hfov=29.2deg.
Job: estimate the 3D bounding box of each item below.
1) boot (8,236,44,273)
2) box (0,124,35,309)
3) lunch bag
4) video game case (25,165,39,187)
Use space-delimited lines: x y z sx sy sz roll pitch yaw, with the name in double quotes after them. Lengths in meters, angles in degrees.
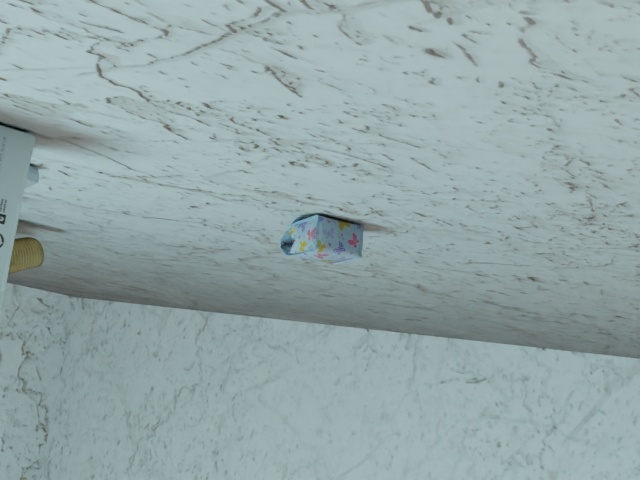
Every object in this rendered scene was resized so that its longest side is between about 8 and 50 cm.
-0.626 0.032 2.081 0.211 0.104 0.295 -10 -175 -40 "boot"
-0.396 -0.036 1.192 0.182 0.181 0.119 15 171 -40 "box"
0.000 0.000 1.466 0.071 0.053 0.083 12 163 -31 "lunch bag"
-0.467 -0.074 1.404 0.193 0.023 0.212 -18 158 34 "video game case"
